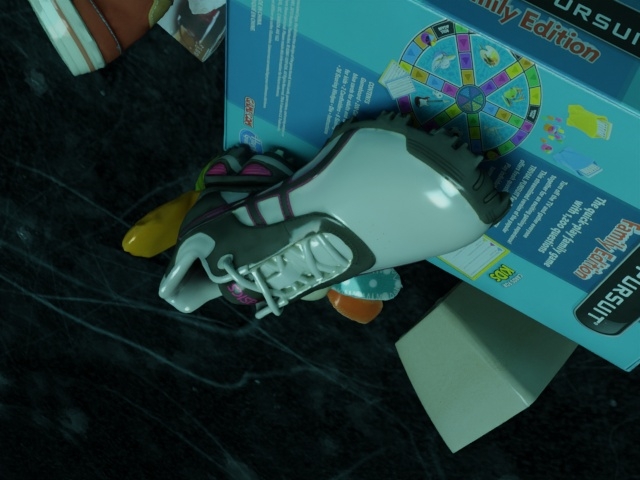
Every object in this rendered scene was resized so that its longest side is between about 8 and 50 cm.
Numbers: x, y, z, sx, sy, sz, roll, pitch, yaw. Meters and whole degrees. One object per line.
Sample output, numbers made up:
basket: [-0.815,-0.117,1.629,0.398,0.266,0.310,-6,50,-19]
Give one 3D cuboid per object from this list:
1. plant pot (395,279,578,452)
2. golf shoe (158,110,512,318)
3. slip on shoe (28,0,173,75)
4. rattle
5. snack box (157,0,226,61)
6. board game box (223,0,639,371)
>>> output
plant pot: [0.126,0.083,0.737,0.096,0.109,0.109,47,139,5]
golf shoe: [0.000,0.000,0.589,0.105,0.120,0.273,46,151,-25]
slip on shoe: [-0.203,-0.279,0.629,0.331,0.101,0.123,64,170,-14]
rattle: [-0.038,0.024,0.766,0.130,0.143,0.199,-31,102,27]
snack box: [-0.068,-0.204,0.657,0.064,0.022,0.178,41,139,-4]
board game box: [0.102,-0.068,0.578,0.336,0.079,0.254,29,156,7]
